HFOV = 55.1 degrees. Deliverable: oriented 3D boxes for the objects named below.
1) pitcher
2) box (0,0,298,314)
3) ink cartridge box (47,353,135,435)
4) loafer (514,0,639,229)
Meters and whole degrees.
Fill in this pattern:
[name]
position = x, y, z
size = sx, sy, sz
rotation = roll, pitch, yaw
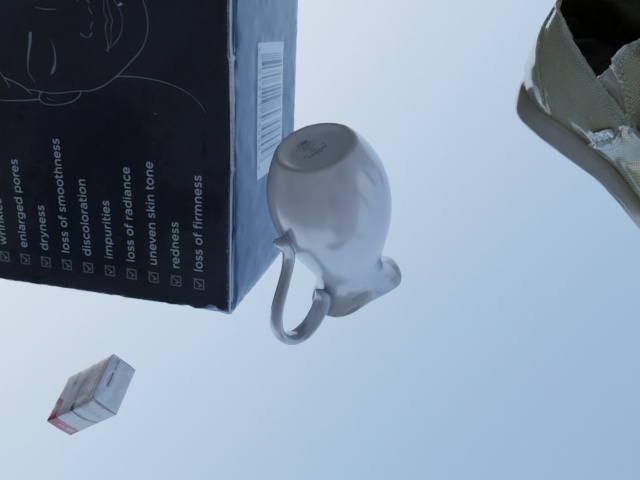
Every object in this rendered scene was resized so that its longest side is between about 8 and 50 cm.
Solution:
[pitcher]
position = 0.000, 0.000, 0.640
size = 0.125, 0.207, 0.177
rotation = 26, -124, 37
[box]
position = -0.289, -0.201, 0.808
size = 0.470, 0.297, 0.481
rotation = 7, -70, 10
[ink cartridge box]
position = -0.402, 0.272, 1.079
size = 0.135, 0.056, 0.099
rotation = -27, -149, 29
[loafer]
position = 0.187, -0.062, 0.302
size = 0.101, 0.092, 0.268
rotation = -25, -142, -9
